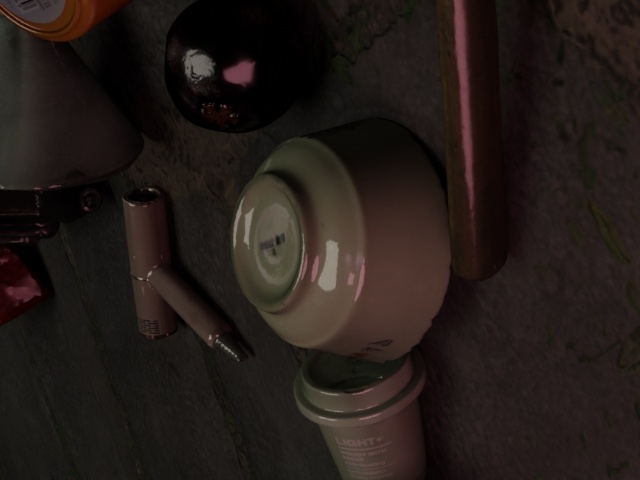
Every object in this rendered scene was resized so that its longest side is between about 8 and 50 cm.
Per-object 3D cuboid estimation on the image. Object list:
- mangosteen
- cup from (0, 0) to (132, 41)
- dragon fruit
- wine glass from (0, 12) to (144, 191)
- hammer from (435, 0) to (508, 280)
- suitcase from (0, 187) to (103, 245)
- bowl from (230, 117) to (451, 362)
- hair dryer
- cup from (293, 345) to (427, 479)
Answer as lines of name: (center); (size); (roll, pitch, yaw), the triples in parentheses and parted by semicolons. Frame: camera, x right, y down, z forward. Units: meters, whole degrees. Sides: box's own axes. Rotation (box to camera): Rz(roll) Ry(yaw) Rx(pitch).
mangosteen: (-0.073, -0.173, 1.035); (0.137, 0.137, 0.151); (142, 140, -60)
cup: (-0.177, -0.291, 0.950); (0.226, 0.264, 0.182); (27, 141, 17)
dragon fruit: (-0.642, 0.022, 2.001); (0.330, 0.302, 0.240); (61, -177, 2)
wine glass: (-0.335, -0.284, 1.286); (0.267, 0.267, 0.406); (32, 128, 48)
hammer: (0.090, -0.155, 0.756); (0.044, 0.168, 0.440); (41, 149, 46)
suitcase: (-0.536, -0.085, 1.542); (0.283, 0.434, 0.194); (-14, 81, 61)
bowl: (0.000, 0.000, 0.963); (0.211, 0.112, 0.211); (0, 90, 55)
hair dryer: (-0.161, 0.058, 1.382); (0.220, 0.053, 0.195); (31, 133, 47)
cup: (0.047, 0.161, 1.044); (0.120, 0.120, 0.141); (24, 138, 52)
